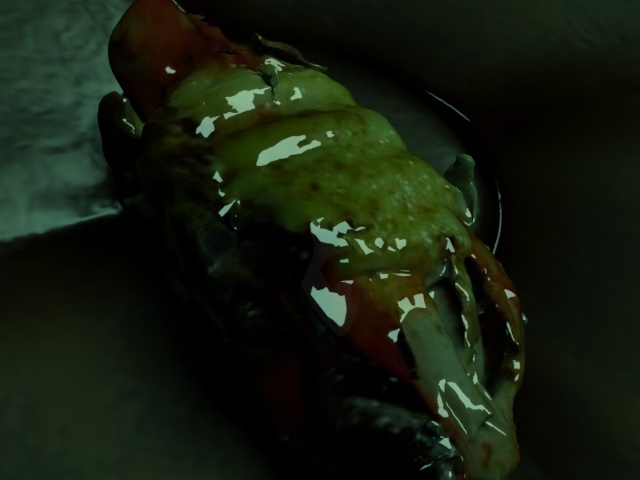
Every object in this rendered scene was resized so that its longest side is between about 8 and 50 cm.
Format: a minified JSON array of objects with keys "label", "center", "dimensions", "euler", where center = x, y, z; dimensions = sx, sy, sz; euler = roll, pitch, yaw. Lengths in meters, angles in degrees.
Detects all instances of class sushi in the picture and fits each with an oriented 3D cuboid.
[{"label":"sushi","center":[0.001,0.001,0.643],"dimensions":[0.097,0.103,0.226],"euler":[-29,61,-10]}]
